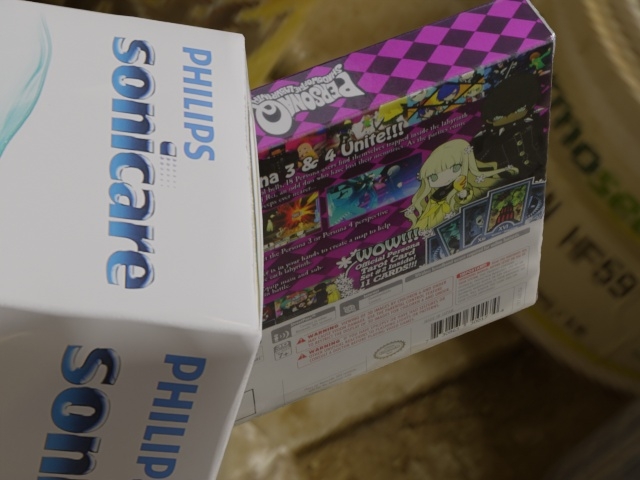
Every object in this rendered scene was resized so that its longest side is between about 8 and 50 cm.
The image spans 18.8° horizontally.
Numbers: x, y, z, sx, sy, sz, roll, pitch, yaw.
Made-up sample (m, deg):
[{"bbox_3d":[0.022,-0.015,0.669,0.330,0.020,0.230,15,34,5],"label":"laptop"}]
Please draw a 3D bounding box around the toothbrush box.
[{"bbox_3d":[-0.181,0.036,0.551,0.295,0.216,0.126,7,44,-13],"label":"toothbrush box"}]

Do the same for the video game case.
[{"bbox_3d":[0.000,0.000,0.929,0.232,0.210,0.042,-22,55,-12],"label":"video game case"}]
